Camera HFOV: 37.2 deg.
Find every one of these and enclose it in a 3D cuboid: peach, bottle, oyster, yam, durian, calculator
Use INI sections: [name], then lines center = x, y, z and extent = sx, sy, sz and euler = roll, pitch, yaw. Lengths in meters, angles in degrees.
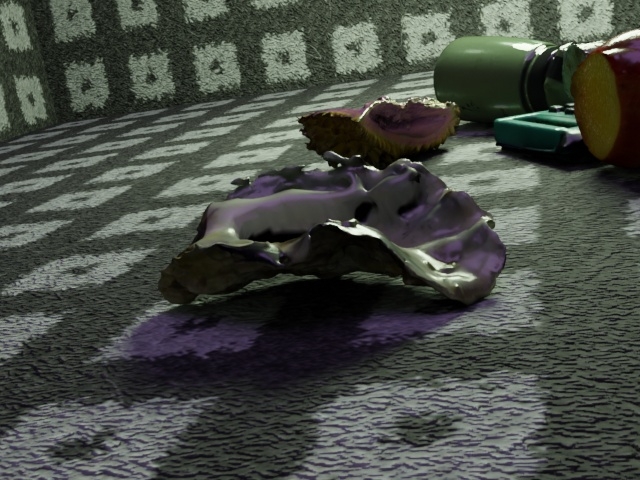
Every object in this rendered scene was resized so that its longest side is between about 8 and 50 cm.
[peach]
center = 0.412, -0.186, 1.245
extent = 0.192, 0.190, 0.190
euler = -2, 16, 33
[bottle]
center = 0.373, -0.288, 1.738
extent = 0.168, 0.169, 0.347
euler = -18, 20, -31
[oyster]
center = 0.000, 0.002, 0.953
extent = 0.351, 0.115, 0.238
euler = -12, 22, 9
[yam]
center = 0.471, -0.261, 1.456
extent = 0.183, 0.107, 0.107
euler = -5, 14, 6
[durian]
center = 0.092, -0.172, 1.581
extent = 0.191, 0.112, 0.341
euler = -10, 2, 37
[calculator]
center = 0.433, -0.180, 1.476
extent = 0.274, 0.058, 0.248
euler = -12, 15, -15
